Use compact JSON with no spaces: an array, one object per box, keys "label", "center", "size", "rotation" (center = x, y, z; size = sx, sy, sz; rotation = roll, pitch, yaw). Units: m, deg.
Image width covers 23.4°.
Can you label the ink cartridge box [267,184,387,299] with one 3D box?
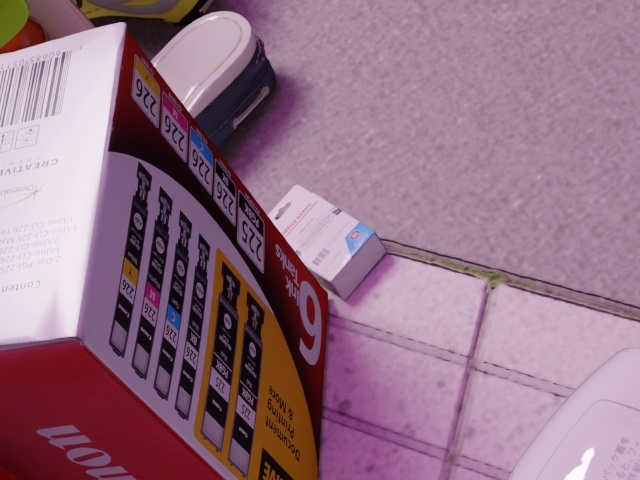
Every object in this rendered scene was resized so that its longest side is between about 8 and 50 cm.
[{"label":"ink cartridge box","center":[0.000,0.000,1.094],"size":[0.048,0.028,0.083],"rotation":[-48,51,-10]}]

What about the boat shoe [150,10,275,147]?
[{"label":"boat shoe","center":[-0.135,-0.064,1.172],"size":[0.095,0.079,0.254],"rotation":[29,72,40]}]

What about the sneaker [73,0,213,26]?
[{"label":"sneaker","center":[-0.253,-0.251,1.314],"size":[0.384,0.147,0.145],"rotation":[21,72,37]}]

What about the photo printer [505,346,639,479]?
[{"label":"photo printer","center":[0.221,0.201,0.798],"size":[0.307,0.107,0.256],"rotation":[18,68,35]}]

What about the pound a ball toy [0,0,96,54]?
[{"label":"pound a ball toy","center":[-0.303,-0.133,1.170],"size":[0.319,0.208,0.136],"rotation":[-36,23,13]}]

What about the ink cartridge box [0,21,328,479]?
[{"label":"ink cartridge box","center":[-0.113,0.081,0.913],"size":[0.130,0.309,0.272],"rotation":[-10,56,20]}]
